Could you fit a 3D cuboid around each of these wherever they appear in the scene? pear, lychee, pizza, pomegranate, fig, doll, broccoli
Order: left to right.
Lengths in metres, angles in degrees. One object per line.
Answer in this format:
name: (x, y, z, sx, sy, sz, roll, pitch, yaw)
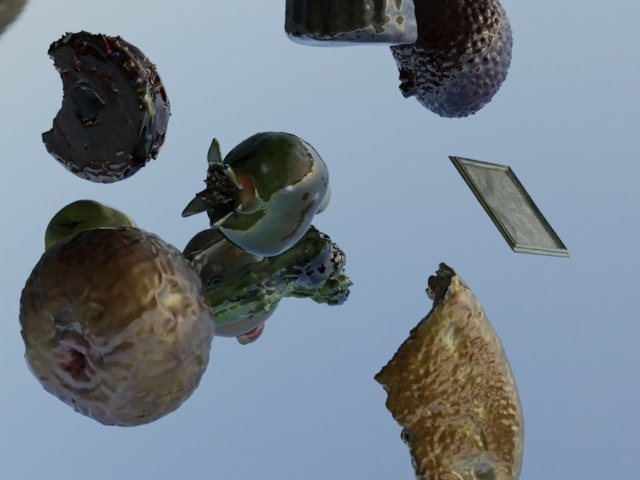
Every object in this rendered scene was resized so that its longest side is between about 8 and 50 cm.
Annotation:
pear: (-0.405, 0.019, 2.381, 0.198, 0.198, 0.198, -25, -156, 11)
fig: (-0.234, 0.091, 1.877, 0.286, 0.286, 0.368, -7, -165, 42)
doll: (-0.128, 0.004, 2.214, 0.174, 0.235, 0.330, 15, -103, 50)
pomegranate: (-0.080, -0.055, 1.514, 0.191, 0.131, 0.152, -8, 133, -55)
broccoli: (-0.106, 0.077, 2.025, 0.304, 0.145, 0.165, -22, -145, -13)
lychee: (0.252, -0.365, 2.505, 0.260, 0.260, 0.260, -25, -156, 11)
pizza: (0.165, 0.213, 1.637, 0.182, 0.365, 0.074, -16, -176, -18)

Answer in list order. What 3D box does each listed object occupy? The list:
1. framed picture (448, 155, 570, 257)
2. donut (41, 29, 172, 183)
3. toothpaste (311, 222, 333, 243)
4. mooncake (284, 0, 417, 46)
framed picture: (0.273, -0.050, 1.880, 0.011, 0.142, 0.183, -49, -125, 29)
donut: (-0.316, -0.202, 1.965, 0.216, 0.230, 0.096, 9, -161, 28)
toothpaste: (0.000, 0.000, 2.405, 0.020, 0.083, 0.017, -22, -144, 37)
mooncake: (0.049, -0.381, 2.162, 0.228, 0.124, 0.228, 0, -175, 0)
